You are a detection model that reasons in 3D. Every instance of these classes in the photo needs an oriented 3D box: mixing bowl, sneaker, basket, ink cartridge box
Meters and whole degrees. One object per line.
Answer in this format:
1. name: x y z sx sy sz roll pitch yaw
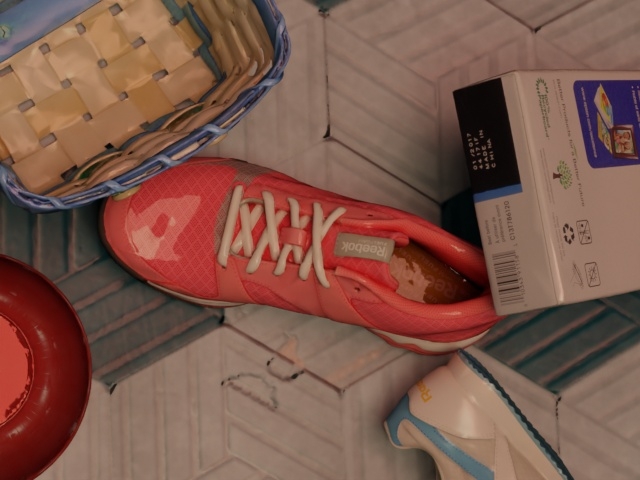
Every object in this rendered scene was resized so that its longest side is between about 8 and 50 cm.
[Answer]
1. mixing bowl: -0.241 0.090 1.033 0.182 0.098 0.181 2 84 -15
2. sneaker: 0.142 0.192 1.137 0.092 0.087 0.228 -38 96 5
3. basket: -0.136 -0.141 0.988 0.255 0.289 0.201 -33 87 -14
4. ink cartridge box: 0.232 -0.044 1.145 0.333 0.065 0.165 -6 84 -47
5. sneaker: 0.000 -0.001 1.088 0.314 0.136 0.115 13 79 -13
